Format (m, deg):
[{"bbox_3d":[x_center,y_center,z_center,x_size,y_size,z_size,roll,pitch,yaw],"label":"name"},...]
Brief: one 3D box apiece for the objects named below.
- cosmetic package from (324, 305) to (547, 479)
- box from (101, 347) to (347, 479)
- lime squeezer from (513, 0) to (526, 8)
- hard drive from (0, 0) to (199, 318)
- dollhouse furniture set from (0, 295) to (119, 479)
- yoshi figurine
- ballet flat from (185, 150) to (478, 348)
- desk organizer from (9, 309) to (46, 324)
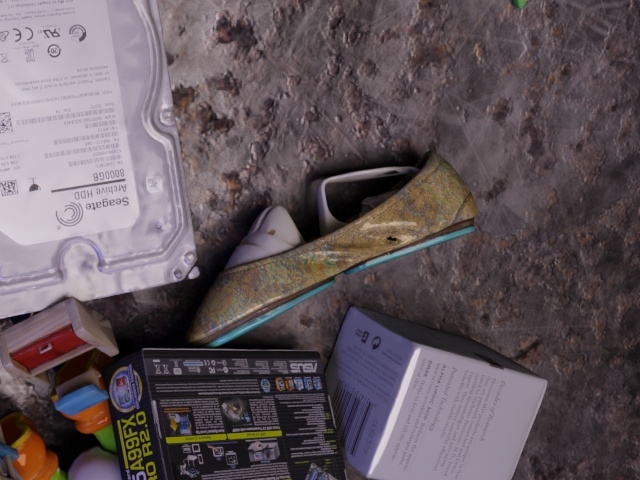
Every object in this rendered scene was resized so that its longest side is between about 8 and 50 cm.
[{"bbox_3d":[0.114,0.179,1.498,0.183,0.151,0.151,17,96,-31],"label":"cosmetic package"},{"bbox_3d":[-0.081,0.217,1.347,0.270,0.060,0.216,6,67,-52],"label":"box"},{"bbox_3d":[0.330,-0.374,1.503,0.310,0.059,0.110,-33,116,-16],"label":"lime squeezer"},{"bbox_3d":[-0.249,-0.109,1.244,0.236,0.064,0.339,-11,98,-24],"label":"hard drive"},{"bbox_3d":[-0.277,0.145,1.211,0.183,0.129,0.129,-26,154,8],"label":"dollhouse furniture set"},{"bbox_3d":[-0.173,0.285,1.402,0.362,0.203,0.203,51,40,-15],"label":"yoshi figurine"},{"bbox_3d":[0.000,0.000,1.422,0.348,0.123,0.123,-24,114,-19],"label":"ballet flat"},{"bbox_3d":[-0.254,0.027,1.327,0.050,0.047,0.130,13,98,-32],"label":"desk organizer"}]
